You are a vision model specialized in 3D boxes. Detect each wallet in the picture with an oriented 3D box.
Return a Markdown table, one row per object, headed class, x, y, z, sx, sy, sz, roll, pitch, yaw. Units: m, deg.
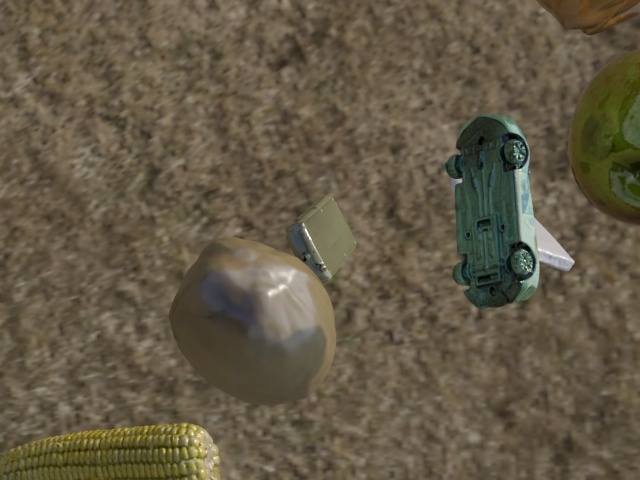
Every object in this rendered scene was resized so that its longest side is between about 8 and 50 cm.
| class | x | y | z | sx | sy | sz | roll | pitch | yaw |
| --- | --- | --- | --- | --- | --- | --- | --- | --- | --- |
| wallet | 0.249 | -0.023 | 2.052 | 0.124 | 0.183 | 0.032 | 15 | 113 | -37 |

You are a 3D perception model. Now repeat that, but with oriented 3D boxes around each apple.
| class | x | y | z | sx | sy | sz | roll | pitch | yaw |
| --- | --- | --- | --- | --- | --- | --- | --- | --- | --- |
| apple | 0.355 | -0.106 | 1.630 | 0.196 | 0.196 | 0.196 | 6 | 78 | -31 |

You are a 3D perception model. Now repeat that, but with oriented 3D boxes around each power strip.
| class | x | y | z | sx | sy | sz | roll | pitch | yaw |
| --- | --- | --- | --- | --- | --- | --- | --- | --- | --- |
| power strip | 0.000 | 0.000 | 1.773 | 0.076 | 0.028 | 0.169 | 63 | 19 | -6 |

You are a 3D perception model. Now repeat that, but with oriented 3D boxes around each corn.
| class | x | y | z | sx | sy | sz | roll | pitch | yaw |
| --- | --- | --- | --- | --- | --- | --- | --- | --- | --- |
| corn | -0.160 | 0.174 | 1.170 | 0.165 | 0.085 | 0.063 | -6 | 83 | 8 |

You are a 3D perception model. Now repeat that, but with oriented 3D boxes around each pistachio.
| class | x | y | z | sx | sy | sz | roll | pitch | yaw |
| --- | --- | --- | --- | --- | --- | --- | --- | --- | --- |
| pistachio | -0.054 | 0.075 | 1.362 | 0.226 | 0.136 | 0.136 | 60 | 45 | -60 |

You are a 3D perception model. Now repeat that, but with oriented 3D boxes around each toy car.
| class | x | y | z | sx | sy | sz | roll | pitch | yaw |
| --- | --- | --- | --- | --- | --- | --- | --- | --- | --- |
| toy car | 0.170 | -0.029 | 1.465 | 0.058 | 0.093 | 0.186 | 6 | 76 | -39 |

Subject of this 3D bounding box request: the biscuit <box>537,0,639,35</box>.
| class | x | y | z | sx | sy | sz | roll | pitch | yaw |
| --- | --- | --- | --- | --- | --- | --- | --- | --- | --- |
| biscuit | 0.266 | -0.277 | 0.972 | 0.057 | 0.312 | 0.351 | 42 | 74 | 13 |
